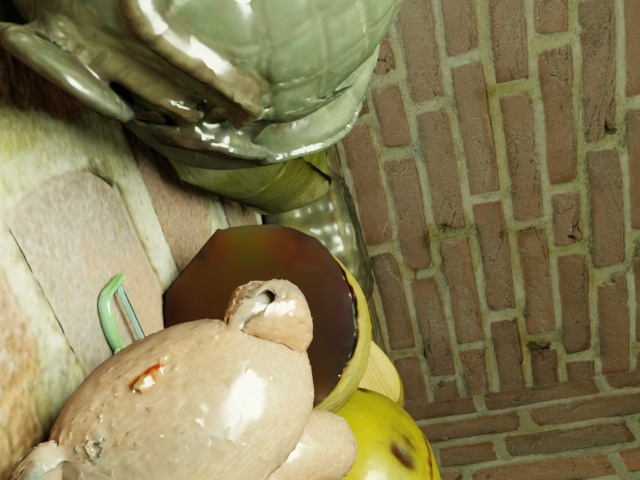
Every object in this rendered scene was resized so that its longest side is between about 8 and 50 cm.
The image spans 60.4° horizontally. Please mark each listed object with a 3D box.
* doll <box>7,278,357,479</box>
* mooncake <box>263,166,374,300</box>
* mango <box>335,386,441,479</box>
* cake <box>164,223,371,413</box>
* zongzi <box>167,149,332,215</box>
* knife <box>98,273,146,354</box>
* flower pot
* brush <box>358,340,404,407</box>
[{"bbox_3d":[-0.079,0.169,0.405,0.156,0.201,0.303,36,-31,40],"label":"doll"},{"bbox_3d":[0.000,0.000,1.057,0.290,0.161,0.290,-14,90,-82],"label":"mooncake"},{"bbox_3d":[0.051,0.369,0.707,0.301,0.220,0.445,-96,174,-46],"label":"mango"},{"bbox_3d":[-0.041,0.090,0.579,0.178,0.185,0.208,47,21,-79],"label":"cake"},{"bbox_3d":[-0.103,-0.223,0.658,0.323,0.160,0.361,26,53,-81],"label":"zongzi"},{"bbox_3d":[-0.136,0.131,0.455,0.054,0.015,0.212,-81,158,-66],"label":"knife"},{"bbox_3d":[-0.085,-0.193,0.390,0.213,0.301,0.302,92,-11,-73],"label":"flower pot"},{"bbox_3d":[0.056,0.284,1.097,0.166,0.174,0.267,89,-19,-50],"label":"brush"}]
